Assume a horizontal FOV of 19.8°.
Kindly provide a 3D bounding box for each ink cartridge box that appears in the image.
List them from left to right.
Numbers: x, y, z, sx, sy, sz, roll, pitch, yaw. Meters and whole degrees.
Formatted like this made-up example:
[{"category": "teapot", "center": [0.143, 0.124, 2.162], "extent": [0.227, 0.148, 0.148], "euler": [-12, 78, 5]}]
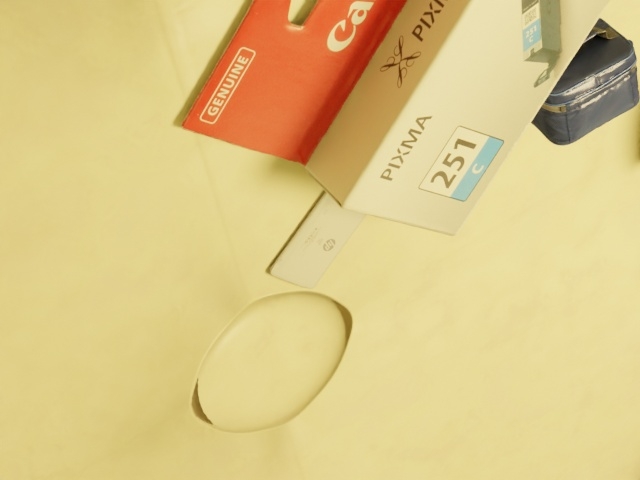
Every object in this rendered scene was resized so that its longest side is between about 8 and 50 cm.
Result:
[{"category": "ink cartridge box", "center": [0.077, -0.158, 1.333], "extent": [0.261, 0.066, 0.296], "euler": [14, 114, -45]}]

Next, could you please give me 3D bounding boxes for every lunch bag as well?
[{"category": "lunch bag", "center": [0.206, -0.131, 1.454], "extent": [0.098, 0.067, 0.065], "euler": [-32, 138, -12]}]

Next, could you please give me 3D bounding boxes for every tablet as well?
[{"category": "tablet", "center": [0.000, 0.000, 1.451], "extent": [0.054, 0.006, 0.083], "euler": [22, 109, -46]}]
